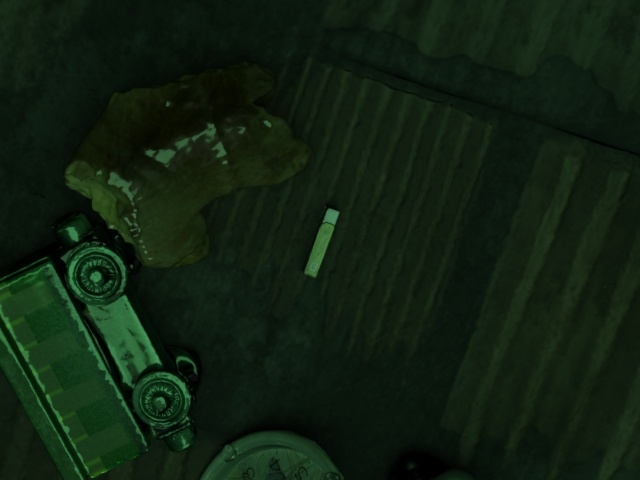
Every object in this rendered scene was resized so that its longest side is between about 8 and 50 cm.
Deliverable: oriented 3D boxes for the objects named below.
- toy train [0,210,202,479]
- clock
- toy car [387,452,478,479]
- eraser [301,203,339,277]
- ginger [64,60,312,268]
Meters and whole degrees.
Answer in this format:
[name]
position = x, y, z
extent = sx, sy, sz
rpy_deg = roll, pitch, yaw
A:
[toy train]
position = -0.262, 0.125, 1.593
extent = 0.202, 0.120, 0.301
rpy_deg = -26, 101, 3
[clock]
position = -0.053, 0.340, 1.630
extent = 0.236, 0.053, 0.237
rpy_deg = -9, 73, 32
[toy car]
position = 0.120, 0.390, 1.638
extent = 0.255, 0.188, 0.190
rpy_deg = -40, 112, 5
[eraser]
position = 0.000, 0.000, 1.633
extent = 0.019, 0.038, 0.083
rpy_deg = 20, 98, -5
[ginger]
position = -0.144, -0.084, 1.544
extent = 0.275, 0.130, 0.221
rpy_deg = -7, 88, -12
